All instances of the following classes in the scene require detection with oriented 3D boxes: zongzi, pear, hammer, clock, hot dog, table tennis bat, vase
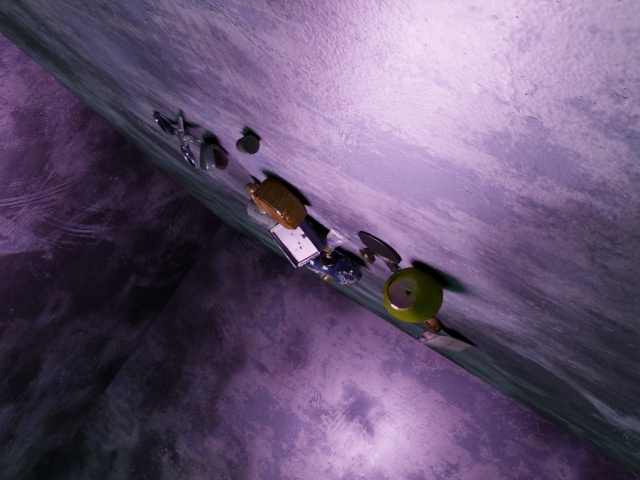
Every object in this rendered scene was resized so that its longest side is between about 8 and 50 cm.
[{"bbox_3d":[0.162,0.040,1.744,0.083,0.040,0.076,49,173,29],"label":"zongzi"},{"bbox_3d":[0.299,0.175,1.530,0.187,0.188,0.219,27,-177,36],"label":"pear"},{"bbox_3d":[-0.238,-0.150,1.935,0.201,0.113,0.305,27,164,23],"label":"hammer"},{"bbox_3d":[-0.092,-0.004,1.892,0.144,0.073,0.193,-30,102,35],"label":"clock"},{"bbox_3d":[0.526,0.390,2.264,0.071,0.045,0.165,30,171,33],"label":"hot dog"},{"bbox_3d":[0.212,0.046,1.621,0.154,0.021,0.274,27,167,37],"label":"table tennis bat"},{"bbox_3d":[-0.204,-0.265,1.332,0.053,0.053,0.100,37,176,-23],"label":"vase"}]

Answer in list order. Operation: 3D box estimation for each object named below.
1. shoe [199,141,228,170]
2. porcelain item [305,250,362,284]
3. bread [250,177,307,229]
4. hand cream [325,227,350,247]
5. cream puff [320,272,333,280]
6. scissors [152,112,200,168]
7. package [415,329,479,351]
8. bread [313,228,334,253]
[{"bbox_3d":[-0.376,-0.293,1.699,0.100,0.103,0.251,-1,-167,-15],"label":"shoe"},{"bbox_3d":[0.043,0.098,2.088,0.288,0.138,0.186,28,176,16],"label":"porcelain item"},{"bbox_3d":[-0.136,-0.130,1.655,0.199,0.104,0.199,37,171,7],"label":"bread"},{"bbox_3d":[0.055,-0.005,1.839,0.084,0.053,0.142,35,161,-8],"label":"hand cream"},{"bbox_3d":[0.049,0.110,2.281,0.156,0.156,0.121,37,128,-20],"label":"cream puff"},{"bbox_3d":[-0.502,-0.377,1.725,0.256,0.029,0.383,53,164,-16],"label":"scissors"},{"bbox_3d":[0.605,0.481,2.306,0.203,0.062,0.251,19,160,-19],"label":"package"},{"bbox_3d":[0.000,0.000,1.991,0.156,0.064,0.117,24,172,41],"label":"bread"}]
